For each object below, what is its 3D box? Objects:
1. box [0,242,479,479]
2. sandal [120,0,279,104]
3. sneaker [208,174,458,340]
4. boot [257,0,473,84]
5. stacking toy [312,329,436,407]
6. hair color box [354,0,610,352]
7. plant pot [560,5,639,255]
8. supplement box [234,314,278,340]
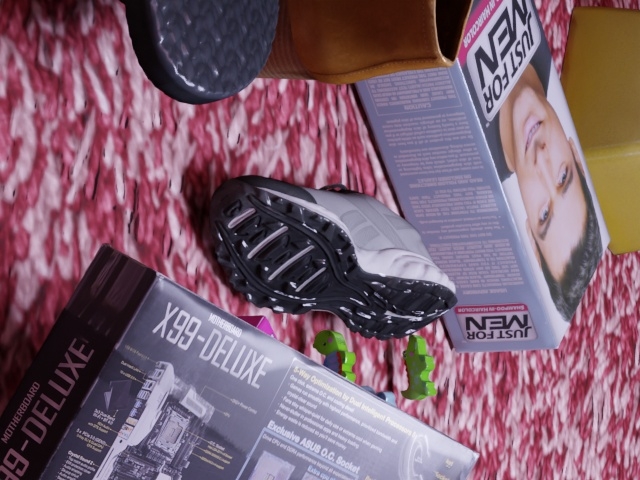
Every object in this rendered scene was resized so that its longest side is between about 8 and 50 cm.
[{"bbox_3d":[-0.071,0.176,1.194,0.307,0.076,0.242,31,86,-36],"label":"box"},{"bbox_3d":[-0.106,-0.274,1.354,0.167,0.107,0.445,42,39,-47],"label":"sandal"},{"bbox_3d":[0.000,0.000,1.501,0.271,0.100,0.108,25,36,-50],"label":"sneaker"},{"bbox_3d":[0.030,-0.265,1.450,0.104,0.211,0.295,16,72,-58],"label":"boot"},{"bbox_3d":[0.042,0.186,1.577,0.167,0.052,0.221,12,74,-60],"label":"stacking toy"},{"bbox_3d":[0.146,-0.099,1.716,0.185,0.114,0.374,-55,133,-47],"label":"hair color box"},{"bbox_3d":[0.389,-0.128,2.051,0.212,0.187,0.212,45,49,-46],"label":"plant pot"},{"bbox_3d":[-0.065,0.170,1.335,0.114,0.111,0.220,-55,131,-44],"label":"supplement box"}]
